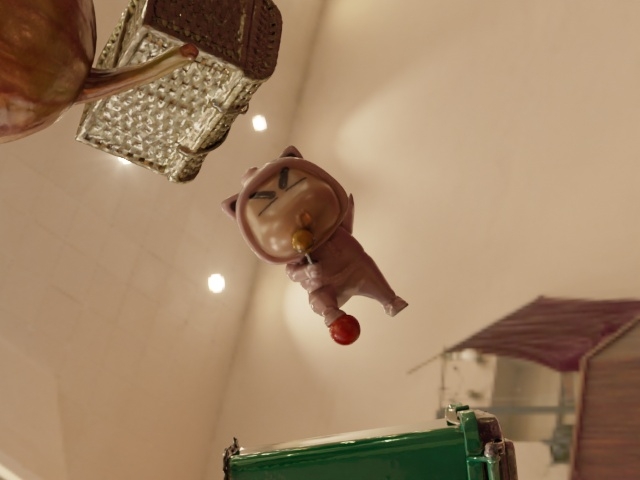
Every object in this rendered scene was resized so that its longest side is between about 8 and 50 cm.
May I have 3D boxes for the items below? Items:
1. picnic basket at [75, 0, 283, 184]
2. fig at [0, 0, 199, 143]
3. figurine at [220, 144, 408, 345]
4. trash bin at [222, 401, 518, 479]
[{"bbox_3d":[-0.146,-0.176,1.096,0.154,0.196,0.134,21,-131,-21],"label":"picnic basket"},{"bbox_3d":[-0.224,-0.139,0.760,0.207,0.175,0.175,30,-120,-38],"label":"fig"},{"bbox_3d":[0.000,0.000,1.419,0.176,0.186,0.287,-31,-99,-11],"label":"figurine"},{"bbox_3d":[0.068,0.361,1.374,0.295,0.380,0.259,78,-174,-83],"label":"trash bin"}]
